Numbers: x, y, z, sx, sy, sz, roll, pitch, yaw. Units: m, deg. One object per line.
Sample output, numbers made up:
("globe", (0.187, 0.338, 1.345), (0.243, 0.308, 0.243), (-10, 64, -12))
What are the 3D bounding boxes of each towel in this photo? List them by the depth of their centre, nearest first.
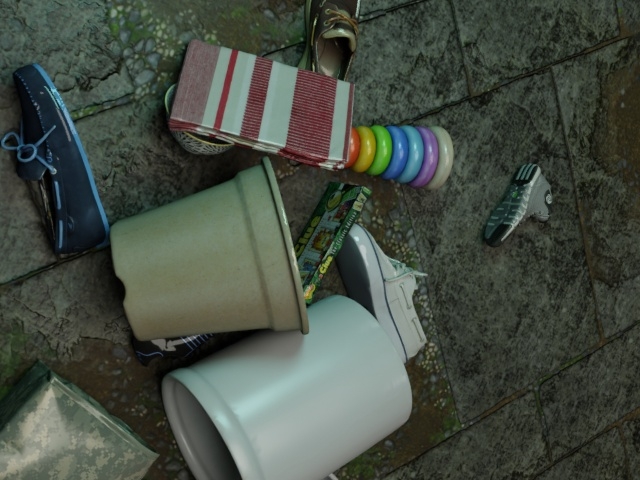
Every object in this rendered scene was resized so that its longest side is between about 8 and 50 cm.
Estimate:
("towel", (-0.102, -0.252, 1.720), (0.329, 0.037, 0.237), (14, 49, -8))

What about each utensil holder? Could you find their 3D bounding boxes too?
("utensil holder", (-0.064, 0.319, 1.813), (0.386, 0.328, 0.327), (-27, 110, -27))

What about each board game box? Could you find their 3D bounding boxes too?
("board game box", (0.000, 0.000, 1.901), (0.030, 0.136, 0.259), (33, 80, -27))

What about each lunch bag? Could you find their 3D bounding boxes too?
("lunch bag", (-0.465, 0.396, 1.674), (0.287, 0.169, 0.235), (46, 75, -23))

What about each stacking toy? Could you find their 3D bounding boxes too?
("stacking toy", (0.108, -0.185, 1.944), (0.330, 0.141, 0.141), (3, 96, -26))

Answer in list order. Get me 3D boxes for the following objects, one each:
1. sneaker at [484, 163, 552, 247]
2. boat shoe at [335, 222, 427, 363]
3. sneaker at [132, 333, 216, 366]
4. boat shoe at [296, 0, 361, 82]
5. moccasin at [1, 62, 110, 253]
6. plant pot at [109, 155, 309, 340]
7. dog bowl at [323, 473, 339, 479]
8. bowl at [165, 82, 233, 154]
("sneaker", (0.487, -0.057, 2.208), (0.132, 0.086, 0.228), (39, 77, -31))
("boat shoe", (0.155, 0.098, 2.008), (0.156, 0.136, 0.367), (-33, 116, -22))
("sneaker", (-0.253, 0.178, 1.819), (0.232, 0.081, 0.090), (-12, 107, -21))
("boat shoe", (0.033, -0.408, 1.861), (0.123, 0.123, 0.341), (17, 89, -31))
("moccasin", (-0.468, -0.130, 1.608), (0.117, 0.138, 0.341), (-24, 108, -20))
("plant pot", (-0.207, 0.042, 1.686), (0.306, 0.334, 0.333), (-13, 106, -5))
("dog bowl", (-0.079, 0.582, 1.966), (0.265, 0.104, 0.264), (-5, 100, -29))
("bowl", (-0.223, -0.215, 1.752), (0.170, 0.080, 0.170), (17, 45, -19))
